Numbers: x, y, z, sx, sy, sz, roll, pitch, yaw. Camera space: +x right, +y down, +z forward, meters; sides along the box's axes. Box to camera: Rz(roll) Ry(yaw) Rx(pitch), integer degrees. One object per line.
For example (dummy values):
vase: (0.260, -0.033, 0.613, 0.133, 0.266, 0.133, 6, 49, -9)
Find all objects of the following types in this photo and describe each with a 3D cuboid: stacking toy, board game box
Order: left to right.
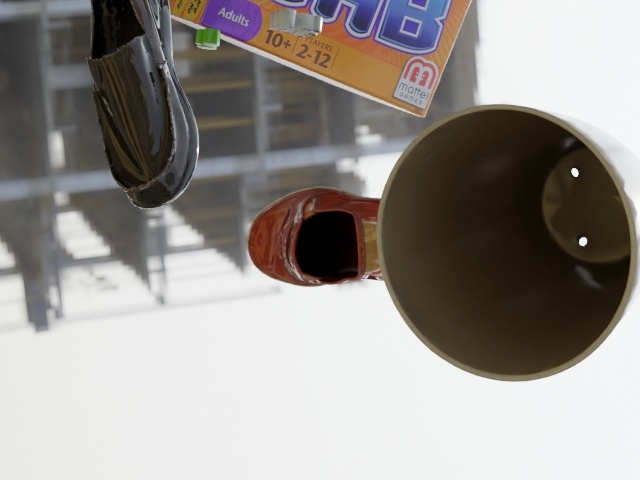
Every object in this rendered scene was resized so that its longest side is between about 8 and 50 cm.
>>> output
stacking toy: (-0.063, -0.298, 1.951, 0.221, 0.052, 0.167, -3, -101, 56)
board game box: (-0.027, -0.410, 2.308, 0.356, 0.356, 0.356, 29, -82, 56)

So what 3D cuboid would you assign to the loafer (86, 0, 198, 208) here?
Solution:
loafer: (-0.162, -0.130, 1.492, 0.078, 0.080, 0.220, 26, 46, -59)

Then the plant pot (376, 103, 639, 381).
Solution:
plant pot: (0.230, -0.018, 1.757, 0.256, 0.274, 0.256, 5, -78, 28)

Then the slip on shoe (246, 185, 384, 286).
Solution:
slip on shoe: (0.000, 0.000, 2.096, 0.331, 0.101, 0.123, 3, -83, 57)
